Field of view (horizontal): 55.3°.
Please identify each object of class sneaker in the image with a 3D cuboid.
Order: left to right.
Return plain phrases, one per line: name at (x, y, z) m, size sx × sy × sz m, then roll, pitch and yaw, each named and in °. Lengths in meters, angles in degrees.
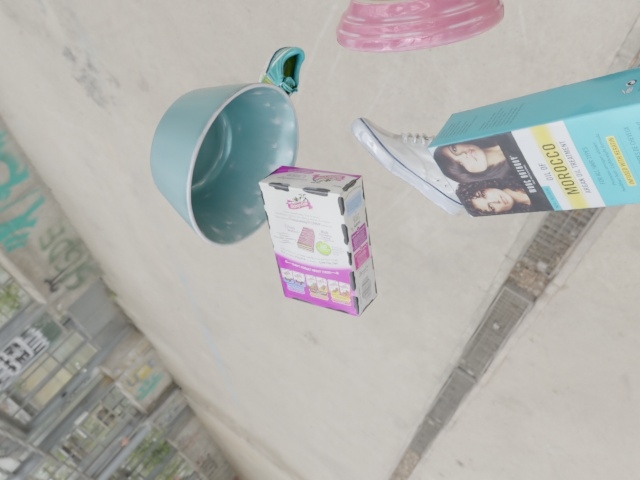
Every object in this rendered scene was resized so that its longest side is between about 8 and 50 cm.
sneaker at (-0.119, -0.400, 1.633) m, size 0.107 × 0.275 × 0.110 m, roll 25°, pitch 168°, yaw -40°
sneaker at (0.168, -0.148, 1.055) m, size 0.258 × 0.091 × 0.094 m, roll 31°, pitch -159°, yaw -23°

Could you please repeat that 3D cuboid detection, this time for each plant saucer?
plant saucer at (0.190, -0.461, 1.206) m, size 0.332 × 0.332 × 0.084 m, roll 19°, pitch 132°, yaw 40°

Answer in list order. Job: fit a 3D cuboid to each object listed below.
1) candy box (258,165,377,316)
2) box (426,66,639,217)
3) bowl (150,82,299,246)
candy box at (0.000, 0.000, 1.011) m, size 0.159 × 0.071 × 0.233 m, roll 12°, pitch 128°, yaw 32°
box at (0.223, -0.083, 0.556) m, size 0.244 × 0.060 × 0.100 m, roll -4°, pitch 130°, yaw 53°
bowl at (-0.194, -0.158, 1.138) m, size 0.163 × 0.311 × 0.311 m, roll 23°, pitch 151°, yaw 26°
